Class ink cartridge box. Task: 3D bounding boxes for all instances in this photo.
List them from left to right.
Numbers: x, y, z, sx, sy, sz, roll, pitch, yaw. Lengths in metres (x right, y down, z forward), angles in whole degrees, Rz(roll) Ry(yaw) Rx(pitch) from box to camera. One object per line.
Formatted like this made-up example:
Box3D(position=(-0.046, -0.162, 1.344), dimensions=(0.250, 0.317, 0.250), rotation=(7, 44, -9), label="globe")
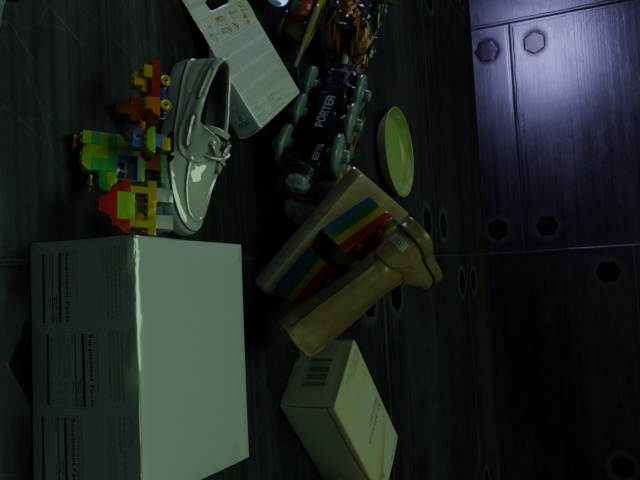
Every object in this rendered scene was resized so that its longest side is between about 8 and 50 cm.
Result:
Box3D(position=(-0.136, -0.299, 1.110), dimensions=(0.225, 0.056, 0.181), rotation=(56, 33, -16), label="ink cartridge box")

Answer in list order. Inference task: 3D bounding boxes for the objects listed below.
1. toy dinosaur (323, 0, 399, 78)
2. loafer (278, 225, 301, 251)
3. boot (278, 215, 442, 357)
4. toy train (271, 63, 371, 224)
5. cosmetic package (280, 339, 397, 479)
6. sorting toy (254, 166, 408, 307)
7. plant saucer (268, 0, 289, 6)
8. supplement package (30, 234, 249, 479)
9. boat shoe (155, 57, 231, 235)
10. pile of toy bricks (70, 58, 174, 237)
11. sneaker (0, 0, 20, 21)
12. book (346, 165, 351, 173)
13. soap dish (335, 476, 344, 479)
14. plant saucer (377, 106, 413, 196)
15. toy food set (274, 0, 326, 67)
Box3D(position=(0.071, -0.438, 1.399), dimensions=(0.322, 0.164, 0.219), rotation=(137, -31, -64), label="toy dinosaur")
Box3D(position=(0.000, 0.000, 1.300), dimensions=(0.220, 0.078, 0.080), rotation=(-30, 113, -63), label="loafer")
Box3D(position=(0.070, 0.094, 1.149), dimensions=(0.089, 0.269, 0.236), rotation=(47, -5, 30), label="boot")
Box3D(position=(0.008, -0.182, 1.269), dimensions=(0.190, 0.142, 0.334), rotation=(89, 15, -49), label="toy train")
Box3D(position=(0.044, 0.348, 1.303), dimensions=(0.160, 0.113, 0.310), rotation=(-69, 145, -43), label="cosmetic package")
Box3D(position=(0.050, 0.029, 1.212), dimensions=(0.255, 0.089, 0.257), rotation=(-49, 152, 7), label="sorting toy")
Box3D(position=(-0.104, -0.510, 1.205), dimensions=(0.195, 0.037, 0.195), rotation=(-4, 90, -65), label="plant saucer")
Box3D(position=(-0.195, 0.133, 0.767), dimensions=(0.204, 0.145, 0.262), rotation=(6, 81, -65), label="supplement package")
Box3D(position=(-0.167, -0.136, 0.945), dimensions=(0.095, 0.084, 0.258), rotation=(19, 68, -64), label="boat shoe")
Box3D(position=(-0.234, -0.100, 0.788), dimensions=(0.105, 0.118, 0.213), rotation=(4, 73, -27), label="pile of toy bricks")
Box3D(position=(-0.326, -0.183, 0.576), dimensions=(0.115, 0.105, 0.281), rotation=(61, 34, -43), label="sneaker")
Box3D(position=(0.052, -0.090, 1.490), dimensions=(0.096, 0.035, 0.144), rotation=(41, 50, -62), label="book")
Box3D(position=(0.064, 0.597, 1.253), dimensions=(0.291, 0.118, 0.229), rotation=(56, 49, -46), label="soap dish")
Box3D(position=(0.199, -0.236, 1.834), dimensions=(0.241, 0.037, 0.241), rotation=(-4, 90, -65), label="plant saucer")
Box3D(position=(-0.039, -0.424, 1.277), dimensions=(0.218, 0.071, 0.128), rotation=(-74, -173, -56), label="toy food set")
